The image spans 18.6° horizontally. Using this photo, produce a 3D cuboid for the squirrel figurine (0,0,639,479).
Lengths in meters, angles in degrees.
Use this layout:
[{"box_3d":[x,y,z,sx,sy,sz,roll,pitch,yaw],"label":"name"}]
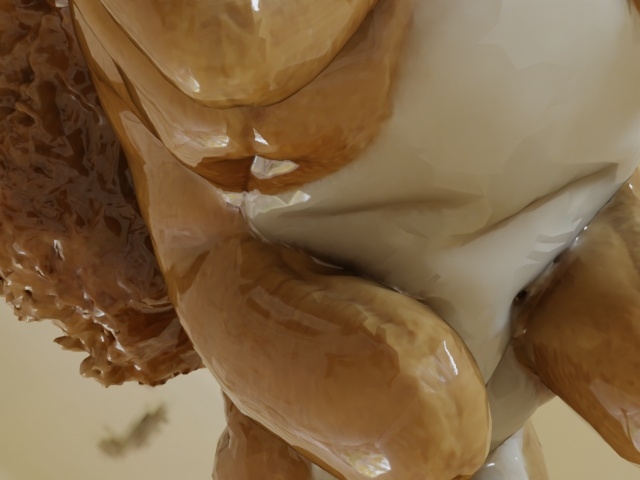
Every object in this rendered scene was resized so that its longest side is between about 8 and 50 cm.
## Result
[{"box_3d":[0.000,0.000,0.785,0.281,0.370,0.397,-18,-146,-29],"label":"squirrel figurine"}]
